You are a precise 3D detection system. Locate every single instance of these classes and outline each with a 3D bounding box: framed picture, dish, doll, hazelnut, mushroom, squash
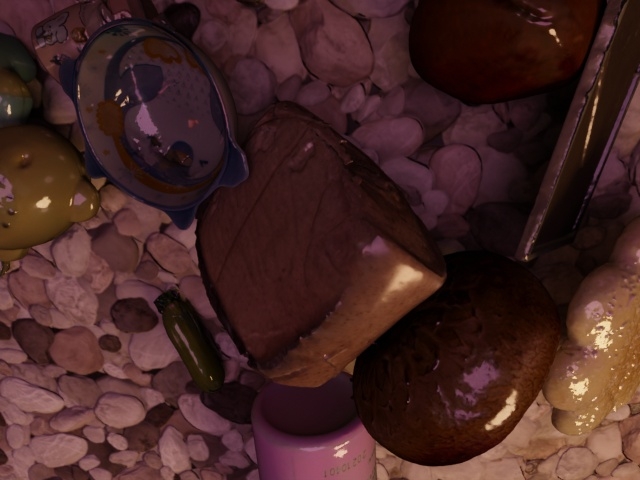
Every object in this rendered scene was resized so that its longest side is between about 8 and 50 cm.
[{"bbox_3d":[0.308,-0.122,0.491,0.016,0.213,0.288,27,113,37],"label":"framed picture"},{"bbox_3d":[-0.181,-0.137,0.512,0.228,0.086,0.236,-38,94,32],"label":"dish"},{"bbox_3d":[-0.403,-0.113,0.537,0.177,0.161,0.260,-26,102,9],"label":"doll"},{"bbox_3d":[0.192,-0.231,0.445,0.209,0.208,0.208,1,108,3],"label":"hazelnut"},{"bbox_3d":[0.147,0.122,0.520,0.163,0.297,0.278,46,64,2],"label":"mushroom"},{"bbox_3d":[-0.199,0.160,0.674,0.052,0.052,0.183,-21,102,9],"label":"squash"}]

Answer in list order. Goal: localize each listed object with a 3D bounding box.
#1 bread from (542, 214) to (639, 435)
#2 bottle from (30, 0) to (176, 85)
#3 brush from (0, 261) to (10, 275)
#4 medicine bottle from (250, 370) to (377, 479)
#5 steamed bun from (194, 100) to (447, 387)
[{"bbox_3d":[0.382,0.106,0.537,0.316,0.054,0.315,-17,120,-31],"label":"bread"},{"bbox_3d":[-0.253,-0.248,0.520,0.152,0.099,0.098,-21,105,12],"label":"bottle"},{"bbox_3d":[-0.518,-0.066,0.633,0.062,0.027,0.265,-6,103,4],"label":"brush"},{"bbox_3d":[-0.002,0.361,0.659,0.179,0.178,0.290,-4,108,4],"label":"medicine bottle"},{"bbox_3d":[0.000,0.000,0.513,0.199,0.301,0.251,16,123,-41],"label":"steamed bun"}]
